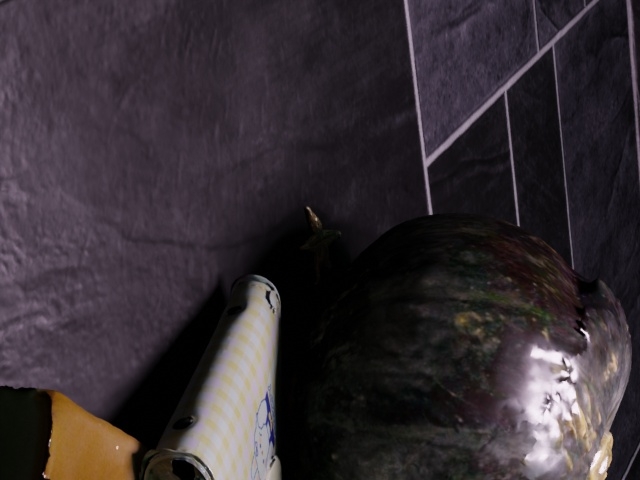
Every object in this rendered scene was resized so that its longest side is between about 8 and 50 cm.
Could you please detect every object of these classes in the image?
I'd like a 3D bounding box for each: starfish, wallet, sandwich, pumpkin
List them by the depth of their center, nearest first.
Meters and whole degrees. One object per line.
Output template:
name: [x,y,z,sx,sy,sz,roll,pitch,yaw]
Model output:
sandwich: [-0.204,0.259,1.382,0.212,0.063,0.245,46,51,-61]
wallet: [-0.084,0.200,1.605,0.309,0.077,0.223,-66,151,-61]
pumpkin: [0.131,0.189,1.809,0.454,0.344,0.454,15,90,-79]
starfish: [0.000,0.000,1.915,0.092,0.016,0.086,-29,119,-58]
